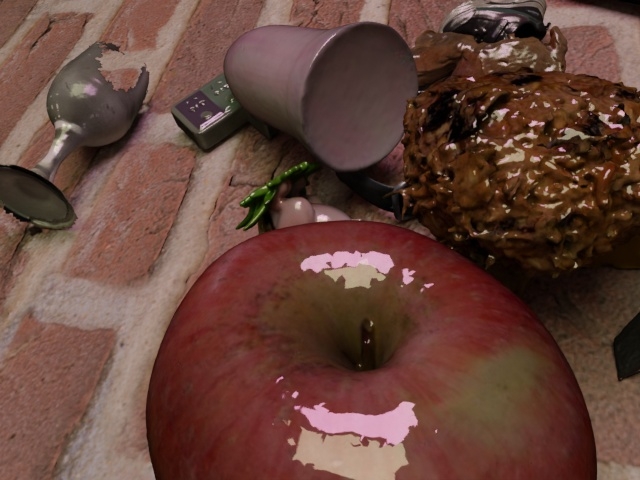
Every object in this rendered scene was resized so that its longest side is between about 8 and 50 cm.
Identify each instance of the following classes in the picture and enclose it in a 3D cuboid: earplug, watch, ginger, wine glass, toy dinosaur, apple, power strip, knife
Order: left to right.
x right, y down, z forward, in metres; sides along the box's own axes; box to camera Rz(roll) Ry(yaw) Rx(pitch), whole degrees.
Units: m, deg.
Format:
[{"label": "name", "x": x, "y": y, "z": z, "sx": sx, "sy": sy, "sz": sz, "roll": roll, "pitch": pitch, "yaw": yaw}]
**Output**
[{"label": "wine glass", "x": -0.383, "y": -0.175, "z": 0.875, "sx": 0.144, "sy": 0.143, "sz": 0.321, "roll": 3, "pitch": 55, "yaw": 17}, {"label": "power strip", "x": -0.111, "y": -0.216, "z": 0.892, "sx": 0.216, "sy": 0.061, "sz": 0.145, "roll": -38, "pitch": 61, "yaw": -14}, {"label": "earplug", "x": -0.035, "y": -0.217, "z": 0.748, "sx": 0.172, "sy": 0.172, "sz": 0.301, "roll": -39, "pitch": 41, "yaw": -15}, {"label": "toy dinosaur", "x": -0.001, "y": 0.000, "z": 0.679, "sx": 0.194, "sy": 0.152, "sz": 0.177, "roll": -29, "pitch": 91, "yaw": 3}, {"label": "apple", "x": 0.034, "y": 0.153, "z": 0.454, "sx": 0.345, "sy": 0.269, "sz": 0.344, "roll": -3, "pitch": 40, "yaw": 2}, {"label": "watch", "x": 0.128, "y": -0.119, "z": 0.746, "sx": 0.193, "sy": 0.068, "sz": 0.206, "roll": 17, "pitch": 58, "yaw": 26}, {"label": "ginger", "x": 0.207, "y": -0.252, "z": 0.822, "sx": 0.290, "sy": 0.084, "sz": 0.122, "roll": 10, "pitch": 100, "yaw": 24}, {"label": "knife", "x": 0.365, "y": 0.048, "z": 0.544, "sx": 0.230, "sy": 0.028, "sz": 0.060, "roll": -50, "pitch": 36, "yaw": 5}]

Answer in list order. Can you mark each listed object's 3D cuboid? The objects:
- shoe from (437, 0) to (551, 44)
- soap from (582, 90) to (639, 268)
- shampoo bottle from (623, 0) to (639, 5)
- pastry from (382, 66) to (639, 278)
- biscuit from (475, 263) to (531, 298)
[{"label": "shoe", "x": 0.269, "y": -0.315, "z": 0.856, "sx": 0.169, "sy": 0.071, "sz": 0.099, "roll": -9, "pitch": 59, "yaw": 7}, {"label": "soap", "x": 0.355, "y": -0.064, "z": 0.640, "sx": 0.232, "sy": 0.073, "sz": 0.140, "roll": -40, "pitch": 50, "yaw": -14}, {"label": "shampoo bottle", "x": 0.469, "y": -0.430, "z": 0.876, "sx": 0.323, "sy": 0.084, "sz": 0.129, "roll": 34, "pitch": 66, "yaw": 33}, {"label": "pastry", "x": 0.198, "y": -0.059, "z": 0.536, "sx": 0.275, "sy": 0.192, "sz": 0.275, "roll": 2, "pitch": 25, "yaw": -1}, {"label": "biscuit", "x": 0.191, "y": 0.047, "z": 0.636, "sx": 0.081, "sy": 0.018, "sz": 0.083, "roll": 22, "pitch": 62, "yaw": 28}]
